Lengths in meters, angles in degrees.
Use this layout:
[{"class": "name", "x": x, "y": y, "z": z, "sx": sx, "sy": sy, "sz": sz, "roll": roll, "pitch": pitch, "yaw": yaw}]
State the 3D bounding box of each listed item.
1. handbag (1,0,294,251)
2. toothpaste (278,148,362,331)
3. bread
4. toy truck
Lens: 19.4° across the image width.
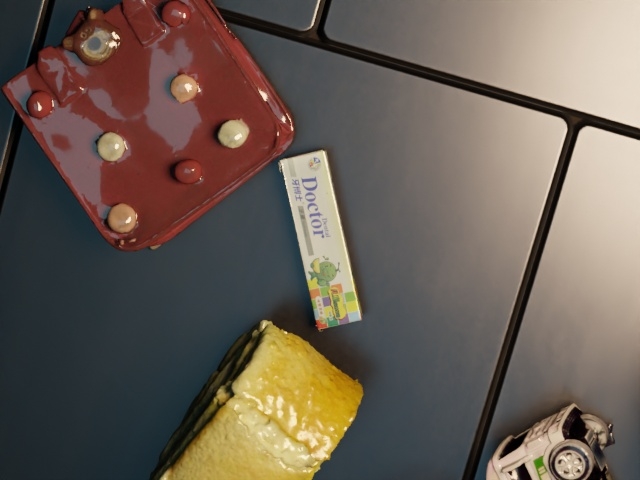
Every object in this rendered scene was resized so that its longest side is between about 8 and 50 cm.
[{"class": "handbag", "x": -0.156, "y": -0.120, "z": 1.707, "sx": 0.203, "sy": 0.074, "sz": 0.216, "roll": -35, "pitch": 91, "yaw": 9}, {"class": "toothpaste", "x": 0.000, "y": 0.000, "z": 1.721, "sx": 0.046, "sy": 0.034, "sz": 0.164, "roll": -12, "pitch": 95, "yaw": 5}, {"class": "bread", "x": -0.080, "y": 0.202, "z": 1.680, "sx": 0.124, "sy": 0.186, "sz": 0.257, "roll": 36, "pitch": 108, "yaw": -2}, {"class": "toy truck", "x": 0.241, "y": 0.283, "z": 1.686, "sx": 0.124, "sy": 0.114, "sz": 0.253, "roll": -26, "pitch": 92, "yaw": 20}]
